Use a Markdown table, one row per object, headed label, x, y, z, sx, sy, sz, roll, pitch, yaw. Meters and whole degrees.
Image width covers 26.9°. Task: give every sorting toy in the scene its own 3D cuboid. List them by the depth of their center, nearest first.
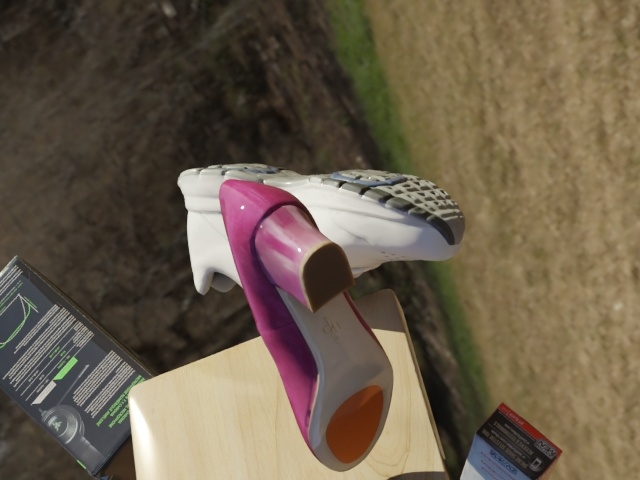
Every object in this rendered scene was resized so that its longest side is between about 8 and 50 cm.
| label | x | y | z | sx | sy | sz | roll | pitch | yaw |
| --- | --- | --- | --- | --- | --- | --- | --- | --- | --- |
| sorting toy | -0.018 | 0.203 | 1.125 | 0.089 | 0.256 | 0.257 | 59 | -167 | -47 |

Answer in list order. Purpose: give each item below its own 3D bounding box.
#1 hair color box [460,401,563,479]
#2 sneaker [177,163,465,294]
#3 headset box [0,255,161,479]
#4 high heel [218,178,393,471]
| label | x | y | z | sx | sy | sz | roll | pitch | yaw |
| --- | --- | --- | --- | --- | --- | --- | --- | --- | --- |
| hair color box | 0.175 | 0.210 | 1.245 | 0.072 | 0.043 | 0.141 | 39 | 160 | 17 |
| sneaker | 0.000 | 0.000 | 1.172 | 0.297 | 0.111 | 0.129 | 5 | 97 | 41 |
| headset box | -0.272 | 0.182 | 1.626 | 0.283 | 0.131 | 0.246 | 38 | 172 | 20 |
| high heel | -0.017 | 0.066 | 0.988 | 0.117 | 0.082 | 0.244 | 38 | 156 | 42 |
